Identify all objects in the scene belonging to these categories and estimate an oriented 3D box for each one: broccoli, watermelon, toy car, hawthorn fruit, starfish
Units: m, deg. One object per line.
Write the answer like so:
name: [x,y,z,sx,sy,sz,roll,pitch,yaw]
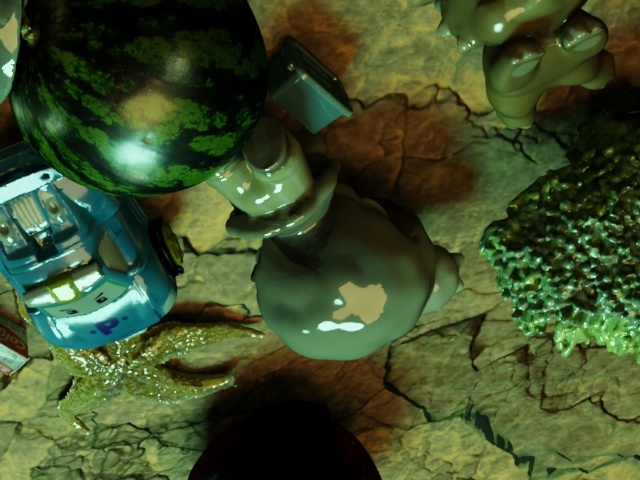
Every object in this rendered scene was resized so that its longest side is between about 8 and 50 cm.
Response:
broccoli: [0.377,-0.010,1.712,0.277,0.317,0.338,41,98,4]
watermelon: [-0.183,-0.168,1.425,0.269,0.269,0.269,-8,132,-9]
toy car: [-0.279,0.015,1.609,0.198,0.166,0.314,-21,126,8]
hawthorn fruit: [-0.046,0.360,1.919,0.316,0.316,0.316,-8,132,-9]
starfish: [-0.245,0.138,1.812,0.299,0.060,0.302,-27,132,12]

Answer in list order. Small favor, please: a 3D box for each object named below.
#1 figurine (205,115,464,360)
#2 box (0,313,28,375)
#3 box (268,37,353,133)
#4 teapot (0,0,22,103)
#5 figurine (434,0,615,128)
figurine: [-0.001,-0.001,1.658,0.248,0.203,0.380,-28,131,14]
box: [-0.444,0.089,1.716,0.039,0.055,0.218,-37,129,20]
box: [-0.017,-0.168,1.589,0.054,0.074,0.099,-40,129,16]
teapot: [-0.470,-0.221,1.326,0.344,0.253,0.300,2,164,-23]
figurine: [0.217,-0.248,1.535,0.177,0.173,0.247,-29,163,16]
